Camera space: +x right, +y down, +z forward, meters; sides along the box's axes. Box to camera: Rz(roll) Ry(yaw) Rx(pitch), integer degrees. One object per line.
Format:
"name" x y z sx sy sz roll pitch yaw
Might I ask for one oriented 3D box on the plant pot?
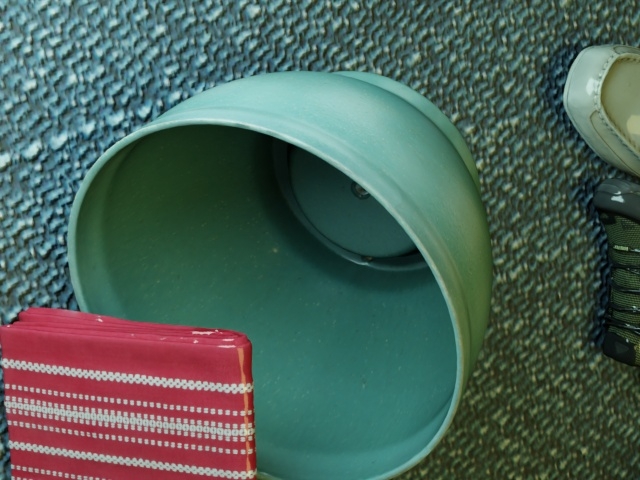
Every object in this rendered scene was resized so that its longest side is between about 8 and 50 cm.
"plant pot" 0.000 0.000 1.289 0.196 0.293 0.293 -50 125 -48

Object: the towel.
"towel" -0.128 0.187 1.279 0.031 0.199 0.275 -23 114 -61

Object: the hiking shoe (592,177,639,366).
"hiking shoe" 0.285 0.050 1.578 0.114 0.086 0.227 -47 121 -21

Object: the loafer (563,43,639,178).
"loafer" 0.340 -0.082 1.575 0.319 0.111 0.112 21 86 -34
